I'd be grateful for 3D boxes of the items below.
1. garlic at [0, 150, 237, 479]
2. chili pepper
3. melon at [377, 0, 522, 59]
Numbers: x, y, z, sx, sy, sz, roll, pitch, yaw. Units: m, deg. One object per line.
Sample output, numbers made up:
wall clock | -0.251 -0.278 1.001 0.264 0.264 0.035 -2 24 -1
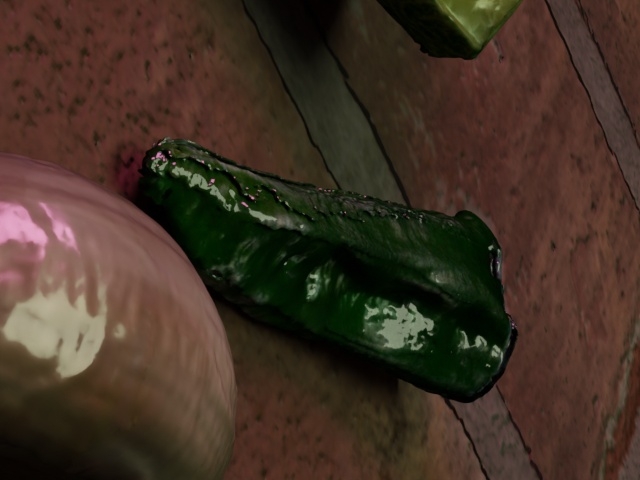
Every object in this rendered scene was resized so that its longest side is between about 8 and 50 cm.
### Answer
garlic | -0.078 0.034 0.549 0.195 0.101 0.087 38 44 -51
chili pepper | 0.000 0.000 0.776 0.227 0.059 0.088 27 50 -51
melon | 0.008 -0.246 0.797 0.196 0.124 0.323 -101 165 -55
